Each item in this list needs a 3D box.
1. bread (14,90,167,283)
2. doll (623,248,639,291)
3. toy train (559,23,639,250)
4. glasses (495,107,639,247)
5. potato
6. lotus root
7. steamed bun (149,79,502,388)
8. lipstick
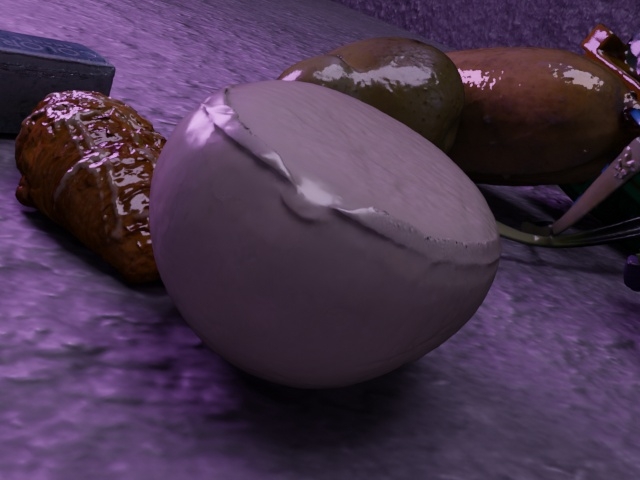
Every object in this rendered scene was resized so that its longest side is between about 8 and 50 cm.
[{"bbox_3d":[-0.148,-0.055,0.522,0.105,0.076,0.233,6,22,-35],"label":"bread"},{"bbox_3d":[0.330,0.040,0.680,0.190,0.050,0.115,24,-8,-39],"label":"doll"},{"bbox_3d":[0.414,-0.090,0.879,0.178,0.249,0.429,24,26,-42],"label":"toy train"},{"bbox_3d":[0.247,-0.044,0.708,0.207,0.102,0.239,2,-11,25],"label":"glasses"},{"bbox_3d":[0.038,-0.126,0.766,0.194,0.157,0.157,-5,30,-33],"label":"potato"},{"bbox_3d":[0.216,-0.136,0.849,0.343,0.151,0.169,6,-2,40],"label":"lotus root"},{"bbox_3d":[0.000,0.000,0.425,0.177,0.130,0.228,31,20,4],"label":"steamed bun"},{"bbox_3d":[-0.288,-0.123,0.566,0.077,0.076,0.290,32,24,36],"label":"lipstick"}]
